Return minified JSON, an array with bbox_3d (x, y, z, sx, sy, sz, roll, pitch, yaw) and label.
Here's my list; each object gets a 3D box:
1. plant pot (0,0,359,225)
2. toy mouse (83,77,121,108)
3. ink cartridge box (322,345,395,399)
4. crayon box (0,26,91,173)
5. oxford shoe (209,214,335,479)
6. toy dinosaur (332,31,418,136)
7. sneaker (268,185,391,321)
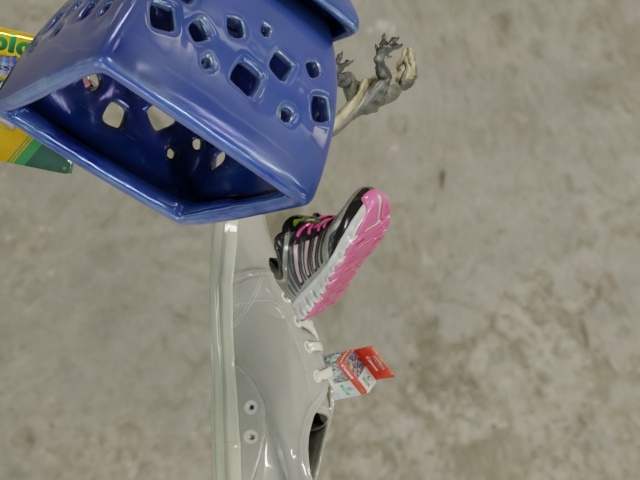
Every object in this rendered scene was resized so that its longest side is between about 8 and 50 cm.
[{"bbox_3d":[-0.118,-0.164,1.275,0.236,0.236,0.212,32,69,-29],"label":"plant pot"},{"bbox_3d":[-0.258,-0.200,1.717,0.161,0.143,0.031,-40,73,-10],"label":"toy mouse"},{"bbox_3d":[0.043,0.186,2.000,0.115,0.029,0.063,-17,117,45],"label":"ink cartridge box"},{"bbox_3d":[-0.438,-0.192,1.796,0.278,0.081,0.165,11,93,-19],"label":"crayon box"},{"bbox_3d":[-0.052,0.125,1.529,0.130,0.169,0.449,-7,63,4],"label":"oxford shoe"},{"bbox_3d":[0.056,-0.207,1.900,0.064,0.268,0.118,33,143,30],"label":"toy dinosaur"},{"bbox_3d":[0.000,0.000,1.212,0.075,0.063,0.170,48,143,12],"label":"sneaker"}]
